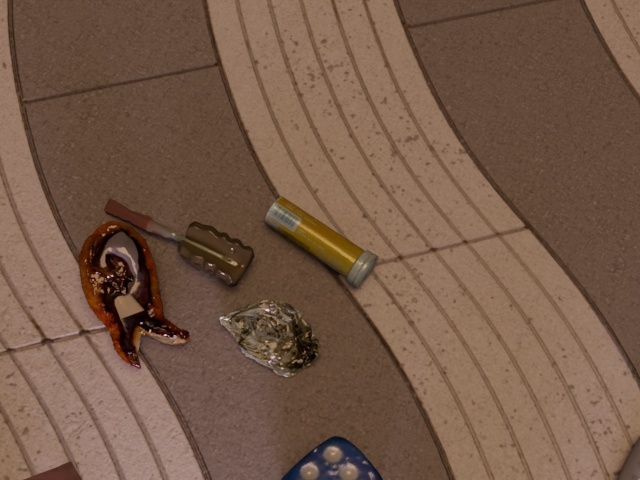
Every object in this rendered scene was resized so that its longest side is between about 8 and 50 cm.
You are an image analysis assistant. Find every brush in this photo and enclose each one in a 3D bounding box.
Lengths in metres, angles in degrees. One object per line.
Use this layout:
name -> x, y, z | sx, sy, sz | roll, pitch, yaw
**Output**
brush -> -0.269, -0.010, 1.945 | 0.301, 0.071, 0.084 | 25, 70, 12

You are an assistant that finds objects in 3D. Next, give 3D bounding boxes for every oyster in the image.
oyster -> -0.086, 0.167, 1.885 | 0.177, 0.064, 0.125 | 44, 84, 3

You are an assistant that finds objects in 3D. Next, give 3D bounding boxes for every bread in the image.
bread -> -0.346, 0.094, 1.881 | 0.139, 0.095, 0.269 | -24, 84, -13

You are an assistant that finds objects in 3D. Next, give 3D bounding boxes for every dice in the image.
dice -> 0.021, 0.419, 1.735 | 0.146, 0.146, 0.143 | -35, 71, -23

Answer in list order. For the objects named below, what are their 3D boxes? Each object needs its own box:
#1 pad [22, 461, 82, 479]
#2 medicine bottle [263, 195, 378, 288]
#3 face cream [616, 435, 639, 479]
pad -> -0.403, 0.454, 1.717 | 0.113, 0.006, 0.187 | -13, 61, -53
medicine bottle -> 0.000, 0.000, 1.959 | 0.218, 0.074, 0.074 | 34, 68, 12
face cream -> 0.553, 0.433, 1.824 | 0.084, 0.057, 0.198 | 29, 69, 8
